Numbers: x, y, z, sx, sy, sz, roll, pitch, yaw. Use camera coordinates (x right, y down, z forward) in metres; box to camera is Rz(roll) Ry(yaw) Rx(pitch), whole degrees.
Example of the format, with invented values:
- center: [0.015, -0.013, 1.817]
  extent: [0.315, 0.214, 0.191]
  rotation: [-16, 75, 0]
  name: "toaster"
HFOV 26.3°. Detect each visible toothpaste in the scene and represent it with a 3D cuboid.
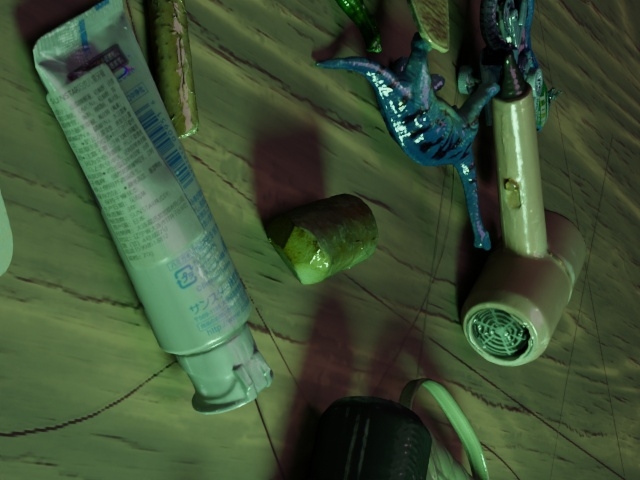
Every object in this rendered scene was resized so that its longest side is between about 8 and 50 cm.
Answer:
- center: [-0.116, -0.019, 0.970]
  extent: [0.114, 0.073, 0.299]
  rotation: [-47, 121, -53]
  name: "toothpaste"

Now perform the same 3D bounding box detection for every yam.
- center: [0.000, 0.000, 1.179]
  extent: [0.146, 0.069, 0.070]
  rotation: [-24, 109, -60]
  name: "yam"
- center: [-0.112, -0.148, 1.018]
  extent: [0.032, 0.032, 0.145]
  rotation: [-16, 100, -62]
  name: "yam"

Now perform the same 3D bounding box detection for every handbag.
- center: [0.120, 0.263, 1.380]
  extent: [0.256, 0.079, 0.219]
  rotation: [51, 38, -48]
  name: "handbag"

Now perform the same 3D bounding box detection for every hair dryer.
- center: [0.146, 0.275, 1.212]
  extent: [0.352, 0.107, 0.189]
  rotation: [21, 60, -15]
  name: "hair dryer"
- center: [0.212, -0.046, 1.508]
  extent: [0.189, 0.106, 0.344]
  rotation: [-53, 140, -48]
  name: "hair dryer"

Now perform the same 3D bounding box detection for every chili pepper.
- center: [0.026, -0.230, 1.276]
  extent: [0.055, 0.035, 0.118]
  rotation: [-92, 163, -77]
  name: "chili pepper"

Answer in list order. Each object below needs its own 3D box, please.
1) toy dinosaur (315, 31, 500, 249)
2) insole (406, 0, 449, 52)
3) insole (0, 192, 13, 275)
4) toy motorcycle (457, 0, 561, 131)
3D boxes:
- center: [0.106, -0.132, 1.380]
  extent: [0.329, 0.076, 0.144]
  rotation: [45, 54, -41]
  name: "toy dinosaur"
- center: [0.097, -0.292, 1.366]
  extent: [0.081, 0.011, 0.248]
  rotation: [24, 49, -49]
  name: "insole"
- center: [-0.230, -0.059, 0.812]
  extent: [0.065, 0.004, 0.197]
  rotation: [-58, 137, -47]
  name: "insole"
- center: [0.225, -0.195, 1.590]
  extent: [0.135, 0.092, 0.254]
  rotation: [-51, 137, -50]
  name: "toy motorcycle"
